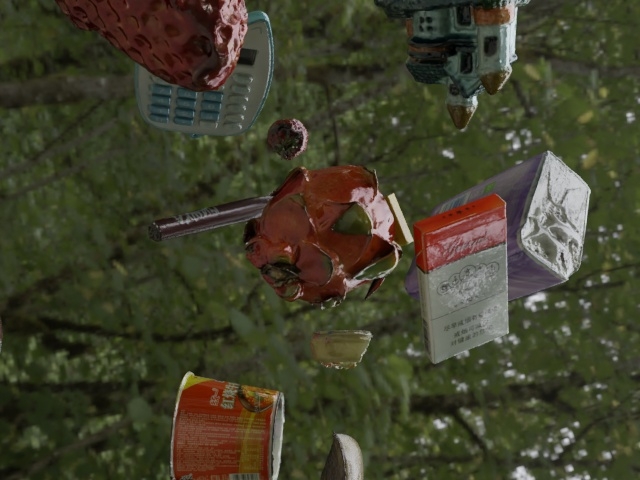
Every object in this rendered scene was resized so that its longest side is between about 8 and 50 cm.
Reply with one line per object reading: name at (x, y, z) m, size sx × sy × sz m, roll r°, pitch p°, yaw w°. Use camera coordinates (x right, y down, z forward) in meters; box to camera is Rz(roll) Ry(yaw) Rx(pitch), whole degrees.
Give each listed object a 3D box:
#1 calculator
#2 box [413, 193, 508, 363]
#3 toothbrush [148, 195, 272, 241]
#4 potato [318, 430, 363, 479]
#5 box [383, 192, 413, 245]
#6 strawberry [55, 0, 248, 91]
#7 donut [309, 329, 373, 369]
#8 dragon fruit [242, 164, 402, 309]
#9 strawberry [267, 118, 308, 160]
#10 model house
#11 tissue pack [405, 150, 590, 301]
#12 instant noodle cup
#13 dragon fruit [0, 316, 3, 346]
calculator at (-0.224, -0.314, 1.759) m, size 0.386 × 0.256 × 0.054 m, roll 111°, pitch -20°, yaw -56°
box at (0.208, 0.060, 1.340) m, size 0.035 × 0.139 × 0.245 m, roll -129°, pitch -157°, yaw -52°
toothbrush at (-0.131, -0.053, 1.601) m, size 0.041 × 0.364 × 0.040 m, roll 25°, pitch -58°, yaw 47°
potato at (0.057, 0.515, 1.916) m, size 0.120 × 0.100 × 0.261 m, roll 59°, pitch -38°, yaw 41°
box at (0.075, -0.019, 1.520) m, size 0.155 × 0.023 × 0.086 m, roll -17°, pitch -78°, yaw 44°
strawberry at (-0.166, -0.264, 0.953) m, size 0.244 × 0.205 × 0.205 m, roll 60°, pitch -27°, yaw 14°
donut at (0.033, 0.210, 1.772) m, size 0.166 × 0.108 × 0.065 m, roll 124°, pitch -32°, yaw -74°
dragon fruit at (0.004, -0.002, 1.396) m, size 0.224 × 0.227 × 0.224 m, roll 46°, pitch -11°, yaw 11°
strawberry at (-0.076, -0.246, 2.195) m, size 0.106 × 0.106 × 0.106 m, roll 169°, pitch -90°, yaw -67°
model house at (0.235, -0.325, 1.589) m, size 0.253 × 0.184 × 0.291 m, roll 7°, pitch -63°, yaw 30°
tissue pack at (0.348, 0.000, 1.798) m, size 0.338 × 0.160 × 0.242 m, roll -27°, pitch -147°, yaw 52°
instant noodle cup at (-0.156, 0.339, 1.600) m, size 0.213 × 0.174 × 0.213 m, roll 4°, pitch 90°, yaw -86°
dragon fruit at (-0.667, 0.138, 1.468) m, size 0.329 × 0.329 × 0.329 m, roll 169°, pitch -90°, yaw -67°
